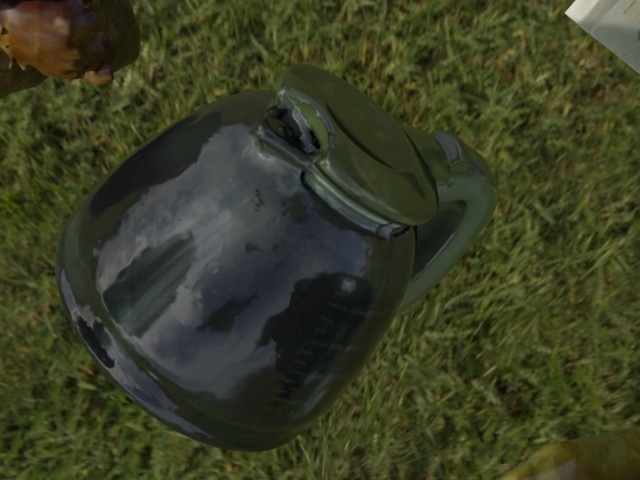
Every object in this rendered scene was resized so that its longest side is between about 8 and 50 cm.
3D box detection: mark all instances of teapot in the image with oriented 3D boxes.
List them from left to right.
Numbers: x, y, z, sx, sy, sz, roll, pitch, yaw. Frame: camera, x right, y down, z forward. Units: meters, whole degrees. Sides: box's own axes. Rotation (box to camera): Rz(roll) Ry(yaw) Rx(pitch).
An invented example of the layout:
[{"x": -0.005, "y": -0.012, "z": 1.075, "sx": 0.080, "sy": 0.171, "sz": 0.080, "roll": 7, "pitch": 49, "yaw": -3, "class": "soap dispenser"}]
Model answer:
[{"x": -0.001, "y": 0.013, "z": 0.810, "sx": 0.321, "sy": 0.239, "sz": 0.239, "roll": 29, "pitch": 32, "yaw": -29, "class": "teapot"}]

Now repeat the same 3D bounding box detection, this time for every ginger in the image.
[{"x": -0.274, "y": -0.218, "z": 0.869, "sx": 0.274, "sy": 0.357, "sz": 0.152, "roll": 0, "pitch": 66, "yaw": -16, "class": "ginger"}]

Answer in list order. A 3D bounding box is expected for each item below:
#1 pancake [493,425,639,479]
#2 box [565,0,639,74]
[{"x": 0.165, "y": 0.241, "z": 0.694, "sx": 0.305, "sy": 0.427, "sz": 0.067, "roll": -45, "pitch": 50, "yaw": -9, "class": "pancake"}, {"x": 0.285, "y": -0.182, "z": 0.915, "sx": 0.090, "sy": 0.167, "sz": 0.024, "roll": -50, "pitch": 41, "yaw": 18, "class": "box"}]
